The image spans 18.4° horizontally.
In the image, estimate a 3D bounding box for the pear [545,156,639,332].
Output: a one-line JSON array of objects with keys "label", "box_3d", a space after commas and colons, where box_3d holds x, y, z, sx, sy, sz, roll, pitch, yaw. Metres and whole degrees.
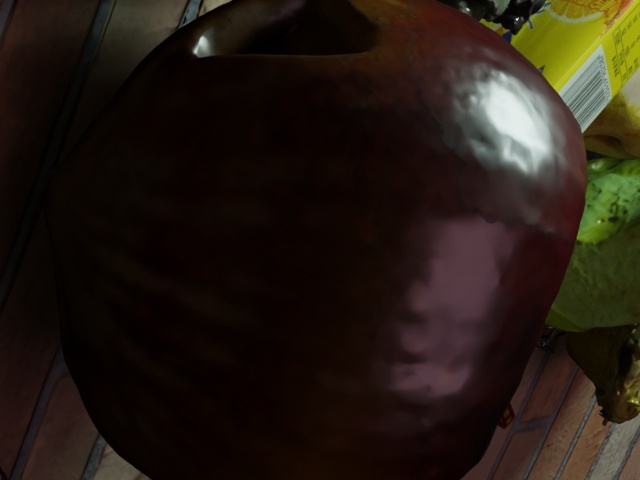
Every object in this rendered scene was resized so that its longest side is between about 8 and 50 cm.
[{"label": "pear", "box_3d": [0.312, -0.020, 2.108, 0.238, 0.255, 0.164, -53, 129, -54]}]

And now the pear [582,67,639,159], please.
[{"label": "pear", "box_3d": [0.306, -0.171, 2.000, 0.178, 0.178, 0.178, -36, 144, -32]}]

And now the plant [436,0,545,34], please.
[{"label": "plant", "box_3d": [0.145, -0.259, 1.712, 0.194, 0.132, 0.129, -35, 140, -41]}]

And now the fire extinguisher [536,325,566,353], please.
[{"label": "fire extinguisher", "box_3d": [0.271, 0.056, 2.267, 0.062, 0.050, 0.177, 0, 123, -23]}]

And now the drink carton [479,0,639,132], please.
[{"label": "drink carton", "box_3d": [0.179, -0.157, 1.829, 0.351, 0.155, 0.111, -48, 148, -15]}]

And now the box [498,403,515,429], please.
[{"label": "box", "box_3d": [0.192, 0.180, 2.272, 0.023, 0.051, 0.082, -47, 149, -13]}]

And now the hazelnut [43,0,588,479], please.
[{"label": "hazelnut", "box_3d": [0.000, 0.000, 1.535, 0.402, 0.402, 0.429, -20, 138, -46]}]

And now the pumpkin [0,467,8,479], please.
[{"label": "pumpkin", "box_3d": [-0.317, 0.254, 1.513, 0.169, 0.148, 0.312, -42, 143, -32]}]

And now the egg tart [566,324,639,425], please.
[{"label": "egg tart", "box_3d": [0.363, 0.075, 2.321, 0.295, 0.116, 0.294, 18, 90, -81]}]
